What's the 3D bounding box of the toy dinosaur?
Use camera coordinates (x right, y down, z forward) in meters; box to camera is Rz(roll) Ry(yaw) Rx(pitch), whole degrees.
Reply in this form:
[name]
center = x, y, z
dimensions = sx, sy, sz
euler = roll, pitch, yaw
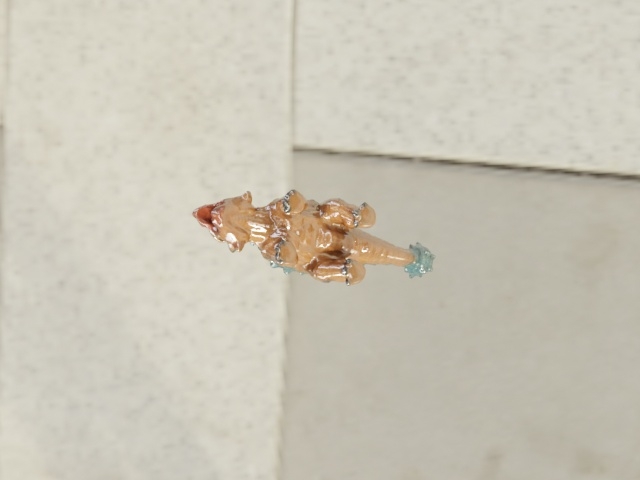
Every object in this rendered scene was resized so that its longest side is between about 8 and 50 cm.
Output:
[toy dinosaur]
center = 0.000, 0.000, 1.122
dimensions = 0.055, 0.154, 0.049
euler = -5, 74, 61
